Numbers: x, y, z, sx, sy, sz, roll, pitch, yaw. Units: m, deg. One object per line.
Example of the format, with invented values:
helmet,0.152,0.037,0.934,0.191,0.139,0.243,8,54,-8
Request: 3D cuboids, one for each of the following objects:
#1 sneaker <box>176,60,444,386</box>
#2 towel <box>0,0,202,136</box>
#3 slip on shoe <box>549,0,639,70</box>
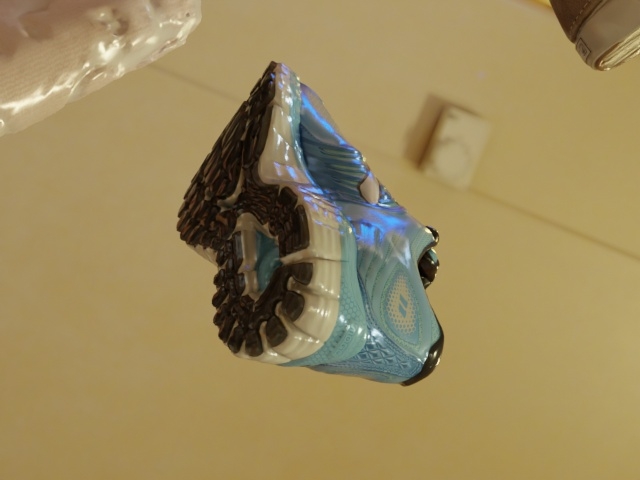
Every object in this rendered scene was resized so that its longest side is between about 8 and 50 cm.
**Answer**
sneaker,0.000,0.000,0.597,0.063,0.073,0.162,-54,-155,22
towel,-0.269,-0.086,0.714,0.332,0.317,0.053,-35,141,-39
slip on shoe,0.136,-0.108,0.595,0.135,0.041,0.051,-33,166,12
